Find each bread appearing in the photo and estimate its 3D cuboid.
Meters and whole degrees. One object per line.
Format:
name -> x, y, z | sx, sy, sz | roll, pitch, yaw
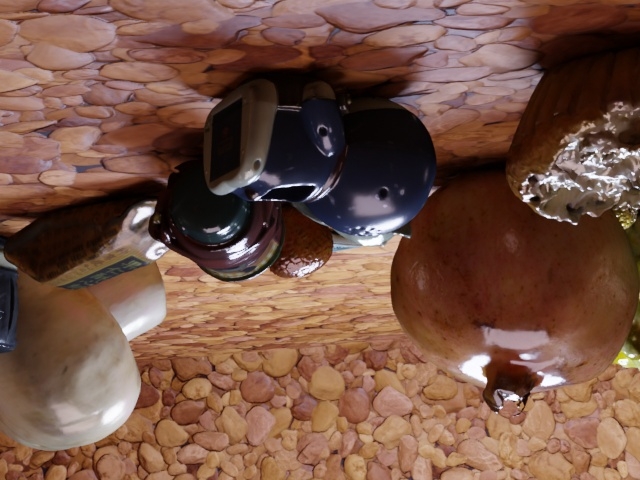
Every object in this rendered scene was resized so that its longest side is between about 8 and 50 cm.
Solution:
bread -> 0.318, -0.112, 1.433 | 0.274, 0.149, 0.274 | -5, 163, -1

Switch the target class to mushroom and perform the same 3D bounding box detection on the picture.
mushroom -> -0.404, 0.178, 2.191 | 0.353, 0.325, 0.353 | -9, 142, -7

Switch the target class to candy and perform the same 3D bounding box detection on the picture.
candy -> -0.284, -0.005, 1.910 | 0.271, 0.101, 0.143 | -18, 158, 30

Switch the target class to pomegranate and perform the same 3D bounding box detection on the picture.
pomegranate -> 0.260, 0.073, 1.875 | 0.338, 0.338, 0.338 | -4, 169, -1

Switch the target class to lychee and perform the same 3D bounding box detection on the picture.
lychee -> -0.025, -0.005, 2.004 | 0.101, 0.140, 0.114 | -5, 131, 29

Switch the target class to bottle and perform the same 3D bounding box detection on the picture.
bottle -> -0.126, -0.032, 1.707 | 0.156, 0.143, 0.271 | -30, 170, 0

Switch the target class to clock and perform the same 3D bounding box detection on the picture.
clock -> 0.004, -0.087, 1.482 | 0.243, 0.147, 0.199 | 11, 160, -28

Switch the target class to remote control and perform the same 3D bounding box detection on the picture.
remote control -> 0.000, 0.000, 2.192 | 0.061, 0.029, 0.162 | -8, 173, 30

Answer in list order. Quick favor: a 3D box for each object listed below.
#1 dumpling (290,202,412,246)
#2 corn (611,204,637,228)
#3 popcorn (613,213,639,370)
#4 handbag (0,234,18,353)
dumpling -> 0.034, -0.067, 1.640 | 0.152, 0.108, 0.219 | 31, -173, -34
corn -> 0.356, -0.037, 2.030 | 0.203, 0.072, 0.072 | -9, 168, 30
popcorn -> 0.509, 0.088, 2.231 | 0.282, 0.282, 0.247 | -7, -179, 14
handbag -> -0.541, 0.071, 1.971 | 0.254, 0.182, 0.181 | -5, 170, 17
